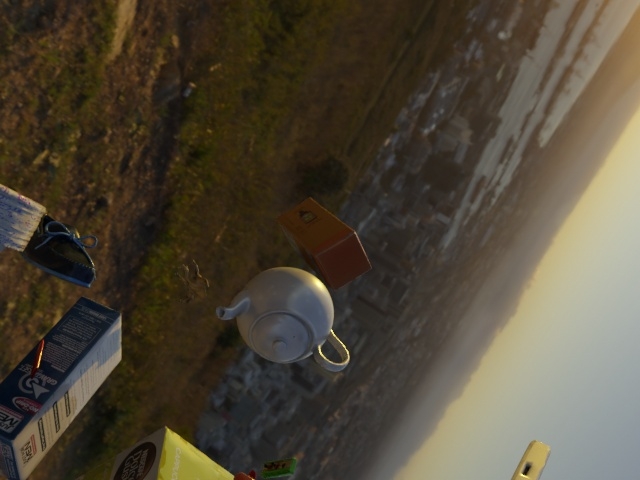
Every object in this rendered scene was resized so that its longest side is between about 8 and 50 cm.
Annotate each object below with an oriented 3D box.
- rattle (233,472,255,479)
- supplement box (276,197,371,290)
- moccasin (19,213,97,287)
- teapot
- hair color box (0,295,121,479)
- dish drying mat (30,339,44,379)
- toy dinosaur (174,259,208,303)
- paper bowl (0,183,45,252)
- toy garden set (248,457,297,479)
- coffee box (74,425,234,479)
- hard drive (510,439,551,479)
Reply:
[{"bbox_3d":[-0.068,0.534,1.399,0.199,0.143,0.130,64,33,-20],"label":"rattle"},{"bbox_3d":[0.000,0.000,1.177,0.078,0.233,0.080,-32,117,-7],"label":"supplement box"},{"bbox_3d":[-0.595,0.008,1.547,0.138,0.342,0.116,37,79,-46],"label":"moccasin"},{"bbox_3d":[-0.083,0.202,1.639,0.187,0.256,0.252,-88,164,-61],"label":"teapot"},{"bbox_3d":[-0.547,0.297,1.417,0.347,0.105,0.174,-59,168,-46],"label":"hair color box"},{"bbox_3d":[-0.544,0.228,1.331,0.032,0.008,0.083,-56,-154,21],"label":"dish drying mat"},{"bbox_3d":[-0.297,0.094,1.645,0.053,0.092,0.183,-30,177,-35],"label":"toy dinosaur"},{"bbox_3d":[-0.616,-0.058,1.136,0.148,0.284,0.284,-65,166,-8],"label":"paper bowl"},{"bbox_3d":[-0.179,0.688,1.811,0.204,0.049,0.244,-22,-144,36],"label":"toy garden set"},{"bbox_3d":[-0.389,0.716,1.631,0.334,0.338,0.337,-33,-151,18],"label":"coffee box"},{"bbox_3d":[0.348,0.589,1.349,0.233,0.047,0.353,-23,131,-58],"label":"hard drive"}]
